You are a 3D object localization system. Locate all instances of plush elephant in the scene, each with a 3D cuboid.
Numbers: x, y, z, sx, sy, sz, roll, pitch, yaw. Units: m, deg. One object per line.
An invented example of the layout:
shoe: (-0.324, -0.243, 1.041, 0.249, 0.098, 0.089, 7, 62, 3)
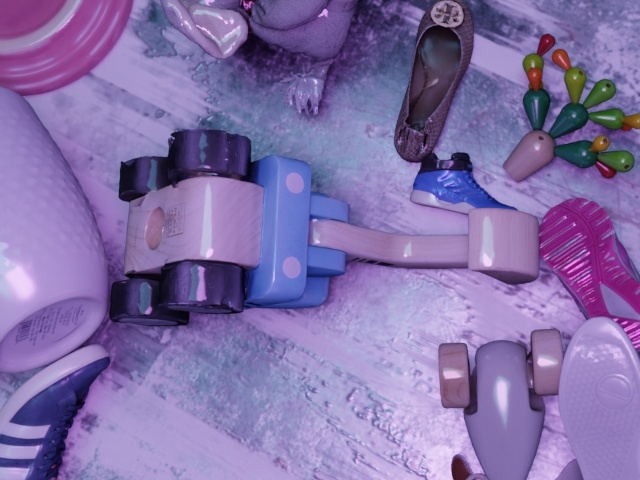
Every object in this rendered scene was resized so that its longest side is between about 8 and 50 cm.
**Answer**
plush elephant: (-0.083, -0.354, 1.521, 0.255, 0.272, 0.330, 15, 106, -11)

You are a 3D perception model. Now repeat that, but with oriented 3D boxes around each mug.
mug: (-0.460, 0.032, 1.522, 0.328, 0.276, 0.374, 54, 128, 23)

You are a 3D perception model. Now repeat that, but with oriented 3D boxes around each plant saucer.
plant saucer: (-0.453, -0.389, 1.698, 0.332, 0.084, 0.332, -2, 78, 11)

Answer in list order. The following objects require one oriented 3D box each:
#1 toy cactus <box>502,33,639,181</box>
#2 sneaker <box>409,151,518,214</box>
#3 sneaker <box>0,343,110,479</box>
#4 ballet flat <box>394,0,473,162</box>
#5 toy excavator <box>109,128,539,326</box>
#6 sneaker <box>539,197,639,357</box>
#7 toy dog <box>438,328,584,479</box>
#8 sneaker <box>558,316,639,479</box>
toy cactus: (0.322, -0.153, 1.497, 0.180, 0.112, 0.219, -44, 75, 19)
sneaker: (0.203, -0.076, 1.511, 0.152, 0.058, 0.084, 14, 90, 20)
sneaker: (-0.390, 0.298, 1.526, 0.350, 0.131, 0.148, -45, 80, 5)
ballet flat: (0.155, -0.230, 1.554, 0.084, 0.058, 0.249, 16, 82, 14)
toy excavator: (0.000, 0.000, 1.464, 0.433, 0.445, 0.222, -14, 72, 54)
sneaker: (0.361, 0.056, 1.433, 0.103, 0.111, 0.252, -28, 52, 11)
toy dog: (0.232, 0.260, 1.411, 0.220, 0.161, 0.333, 16, 97, 11)
sneaker: (0.365, 0.223, 1.350, 0.105, 0.147, 0.295, -10, 98, 26)
